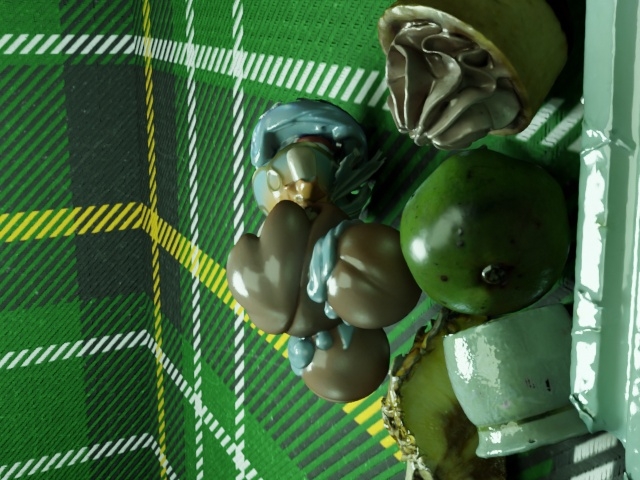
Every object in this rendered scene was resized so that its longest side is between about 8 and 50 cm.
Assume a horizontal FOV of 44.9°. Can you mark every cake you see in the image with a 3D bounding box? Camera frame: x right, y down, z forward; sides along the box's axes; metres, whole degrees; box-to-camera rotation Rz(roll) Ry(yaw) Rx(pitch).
[{"bbox_3d":[0.137,-0.183,0.806,0.185,0.178,0.207,24,152,41],"label":"cake"}]

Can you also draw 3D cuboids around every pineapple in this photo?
[{"bbox_3d":[0.137,0.239,1.003,0.161,0.158,0.334,-16,83,63],"label":"pineapple"}]

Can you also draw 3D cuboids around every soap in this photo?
[{"bbox_3d":[0.330,0.012,0.578,0.261,0.156,0.446,19,112,60],"label":"soap"}]

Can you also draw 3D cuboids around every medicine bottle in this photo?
[{"bbox_3d":[0.219,0.153,0.839,0.147,0.147,0.143,-38,66,59],"label":"medicine bottle"}]

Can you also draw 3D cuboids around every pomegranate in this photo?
[{"bbox_3d":[0.179,-0.026,0.861,0.225,0.187,0.187,-86,9,-52],"label":"pomegranate"}]

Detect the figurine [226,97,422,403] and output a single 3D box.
[{"bbox_3d":[-0.001,0.001,1.068,0.388,0.248,0.276,-83,4,-49],"label":"figurine"}]
